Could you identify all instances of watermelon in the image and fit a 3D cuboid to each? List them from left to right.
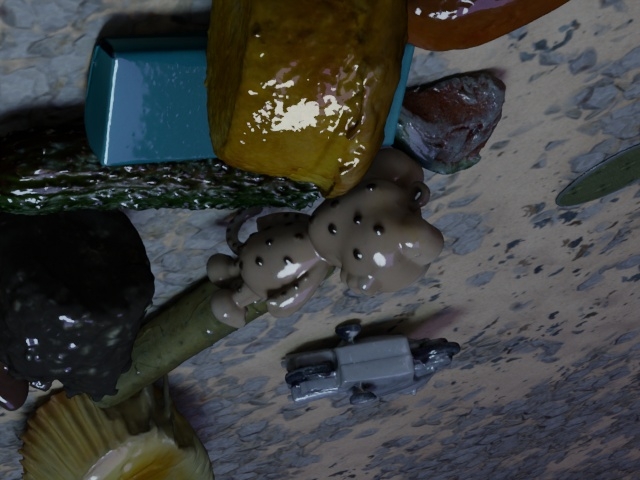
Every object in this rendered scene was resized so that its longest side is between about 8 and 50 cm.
[{"bbox_3d":[0.138,-0.125,1.439,0.139,0.071,0.187,-37,150,21],"label":"watermelon"}]

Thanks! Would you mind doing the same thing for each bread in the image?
[{"bbox_3d":[-0.285,0.318,1.893,0.236,0.183,0.388,-32,150,-14],"label":"bread"},{"bbox_3d":[-0.011,-0.162,1.069,0.146,0.268,0.268,4,148,-12],"label":"bread"}]

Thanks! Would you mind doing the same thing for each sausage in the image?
[{"bbox_3d":[0.166,-0.249,1.152,0.258,0.133,0.133,-28,153,12],"label":"sausage"}]

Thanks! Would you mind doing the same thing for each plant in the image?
[{"bbox_3d":[-0.281,0.070,1.380,0.204,0.178,0.234,0,142,-38],"label":"plant"}]

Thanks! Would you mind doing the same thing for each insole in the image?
[{"bbox_3d":[0.453,-0.119,1.747,0.322,0.007,0.109,-26,154,12],"label":"insole"}]

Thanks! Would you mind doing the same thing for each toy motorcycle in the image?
[{"bbox_3d":[0.070,0.189,1.961,0.260,0.110,0.171,-9,164,-12],"label":"toy motorcycle"}]

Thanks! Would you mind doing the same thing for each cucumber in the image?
[{"bbox_3d":[-0.165,-0.072,1.290,0.359,0.096,0.096,-1,148,-31],"label":"cucumber"}]

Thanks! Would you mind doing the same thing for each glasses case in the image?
[{"bbox_3d":[-0.063,-0.142,1.245,0.301,0.070,0.117,-5,126,-26],"label":"glasses case"}]

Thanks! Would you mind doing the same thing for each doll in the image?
[{"bbox_3d":[0.000,0.002,1.431,0.278,0.154,0.119,-17,150,30],"label":"doll"}]

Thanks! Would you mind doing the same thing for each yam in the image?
[{"bbox_3d":[-0.142,0.097,1.647,0.372,0.083,0.083,-32,152,20],"label":"yam"}]
